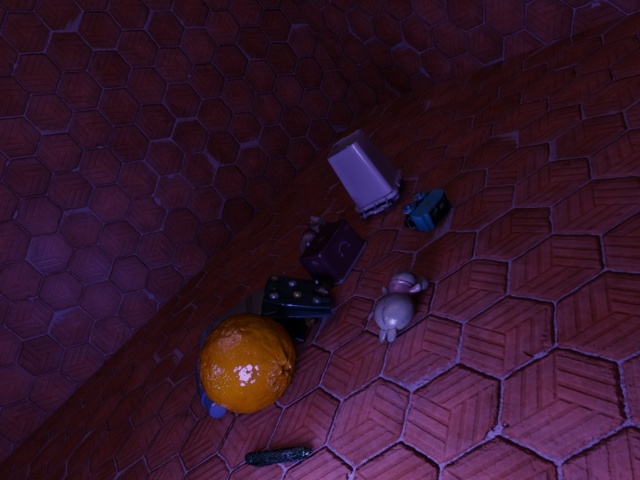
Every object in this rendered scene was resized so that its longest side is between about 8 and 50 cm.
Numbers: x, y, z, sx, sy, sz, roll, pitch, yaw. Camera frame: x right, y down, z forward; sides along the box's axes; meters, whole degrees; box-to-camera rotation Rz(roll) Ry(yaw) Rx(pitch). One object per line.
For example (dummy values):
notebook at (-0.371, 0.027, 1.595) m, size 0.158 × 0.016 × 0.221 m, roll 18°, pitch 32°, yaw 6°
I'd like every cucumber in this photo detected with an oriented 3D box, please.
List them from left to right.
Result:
cucumber at (-0.127, 0.634, 1.441) m, size 0.256 × 0.043 × 0.044 m, roll -24°, pitch 30°, yaw 34°

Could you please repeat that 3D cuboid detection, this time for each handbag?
handbag at (-0.094, 0.217, 1.957) m, size 0.274 × 0.100 × 0.269 m, roll 1°, pitch 15°, yaw -2°

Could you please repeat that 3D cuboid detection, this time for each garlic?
garlic at (0.000, 0.000, 2.362) m, size 0.160 × 0.191 × 0.214 m, roll -4°, pitch 31°, yaw 13°

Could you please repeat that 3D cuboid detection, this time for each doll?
doll at (0.249, 0.200, 1.598) m, size 0.155 × 0.113 × 0.275 m, roll -11°, pitch 33°, yaw 46°

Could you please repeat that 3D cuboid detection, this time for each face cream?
face cream at (-0.460, 0.603, 1.999) m, size 0.086 × 0.136 × 0.385 m, roll -9°, pitch 12°, yaw -23°

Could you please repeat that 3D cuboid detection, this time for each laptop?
laptop at (-0.147, 0.325, 1.940) m, size 0.135 × 0.197 × 0.016 m, roll -77°, pitch 7°, yaw -57°

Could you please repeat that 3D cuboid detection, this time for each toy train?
toy train at (0.428, -0.122, 1.984) m, size 0.198 × 0.107 × 0.154 m, roll -46°, pitch 29°, yaw -19°

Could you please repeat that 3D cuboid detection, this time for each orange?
orange at (-0.238, 0.420, 1.681) m, size 0.293 × 0.340 × 0.340 m, roll 8°, pitch 46°, yaw 32°

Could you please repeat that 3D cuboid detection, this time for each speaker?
speaker at (-0.333, 0.398, 2.102) m, size 0.406 × 0.183 × 0.184 m, roll -36°, pitch 26°, yaw 9°

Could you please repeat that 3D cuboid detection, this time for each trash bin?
trash bin at (0.212, -0.323, 2.386) m, size 0.256 × 0.368 × 0.296 m, roll -25°, pitch 25°, yaw 33°

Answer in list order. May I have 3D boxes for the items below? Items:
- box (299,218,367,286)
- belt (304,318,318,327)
box at (0.050, 0.052, 2.176) m, size 0.193 × 0.167 × 0.294 m, roll -18°, pitch 29°, yaw 48°
belt at (-0.037, 0.305, 1.947) m, size 0.036 × 0.059 × 0.083 m, roll -32°, pitch 19°, yaw 20°
